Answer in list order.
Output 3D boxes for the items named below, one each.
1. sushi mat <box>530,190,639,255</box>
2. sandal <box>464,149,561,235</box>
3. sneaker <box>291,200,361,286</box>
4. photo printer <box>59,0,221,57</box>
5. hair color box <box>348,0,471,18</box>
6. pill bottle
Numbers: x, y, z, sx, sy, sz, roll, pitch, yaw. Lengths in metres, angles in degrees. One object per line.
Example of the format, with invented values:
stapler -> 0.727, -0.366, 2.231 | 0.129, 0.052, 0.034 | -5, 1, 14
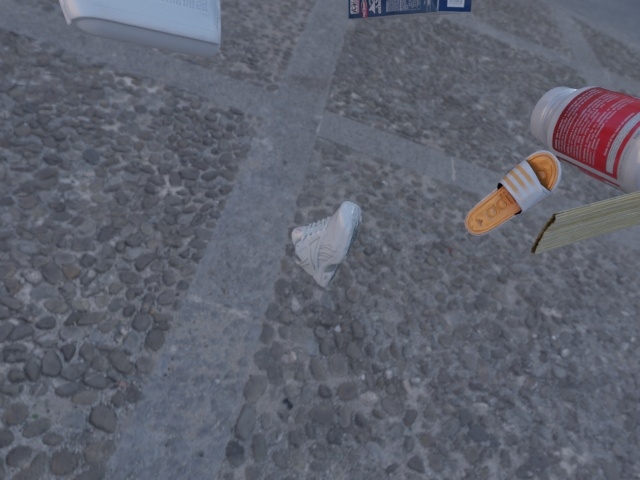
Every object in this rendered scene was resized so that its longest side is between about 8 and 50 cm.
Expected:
sushi mat -> 0.646, -0.048, 1.187 | 0.316, 0.151, 0.019 | -15, 57, -9
sandal -> 0.452, -0.098, 1.221 | 0.102, 0.265, 0.076 | 50, 26, 11
sneaker -> 0.000, 0.000, 0.985 | 0.115, 0.232, 0.090 | 29, 49, 2
photo printer -> -0.352, -0.511, 1.008 | 0.307, 0.107, 0.256 | -2, 89, -36
hair color box -> 0.264, -0.737, 1.567 | 0.173, 0.105, 0.347 | -20, 27, -40
pill bottle -> 0.781, -0.287, 1.409 | 0.228, 0.229, 0.408 | -2, 29, -23
